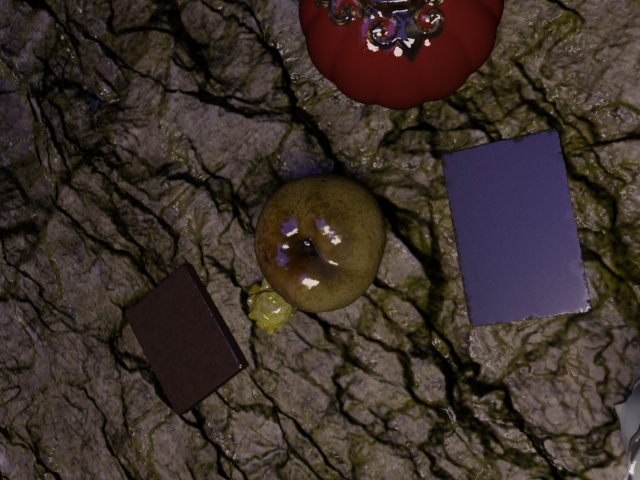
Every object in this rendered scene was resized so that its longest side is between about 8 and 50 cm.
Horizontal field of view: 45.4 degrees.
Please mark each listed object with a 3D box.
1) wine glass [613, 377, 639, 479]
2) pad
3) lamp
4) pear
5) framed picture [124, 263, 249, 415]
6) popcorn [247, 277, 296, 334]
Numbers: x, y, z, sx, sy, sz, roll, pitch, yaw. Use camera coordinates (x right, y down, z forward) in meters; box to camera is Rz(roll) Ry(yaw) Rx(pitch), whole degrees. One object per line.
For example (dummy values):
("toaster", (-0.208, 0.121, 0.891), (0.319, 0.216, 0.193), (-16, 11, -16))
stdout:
("wine glass", (0.341, 0.194, 0.689), (0.156, 0.232, 0.156), (-1, 87, 25))
("pad", (0.223, -0.013, 0.885), (0.143, 0.003, 0.211), (-11, 82, 25))
("lamp", (0.089, -0.256, 0.855), (0.226, 0.227, 0.227), (-1, 87, 26))
("pear", (0.000, 0.000, 0.918), (0.167, 0.136, 0.167), (0, 91, 22))
("framed picture", (-0.189, 0.138, 1.066), (0.128, 0.023, 0.168), (-39, 72, 18))
("popcorn", (-0.059, 0.080, 0.988), (0.068, 0.059, 0.083), (0, 61, 53))
